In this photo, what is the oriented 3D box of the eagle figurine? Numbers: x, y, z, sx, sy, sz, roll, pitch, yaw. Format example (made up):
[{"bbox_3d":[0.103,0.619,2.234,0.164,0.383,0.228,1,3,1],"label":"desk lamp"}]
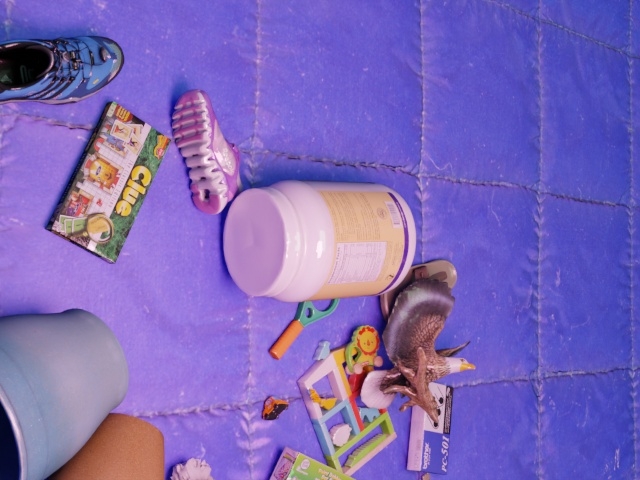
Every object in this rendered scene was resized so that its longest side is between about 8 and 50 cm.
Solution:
[{"bbox_3d":[0.230,0.257,1.860,0.225,0.226,0.298,28,29,-8],"label":"eagle figurine"}]

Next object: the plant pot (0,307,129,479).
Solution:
[{"bbox_3d":[-0.443,0.231,1.290,0.255,0.271,0.272,-26,105,-53],"label":"plant pot"}]

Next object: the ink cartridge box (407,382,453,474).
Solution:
[{"bbox_3d":[0.261,0.443,2.001,0.097,0.046,0.207,19,71,-38],"label":"ink cartridge box"}]

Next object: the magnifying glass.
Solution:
[{"bbox_3d":[-0.032,0.159,1.788,0.231,0.026,0.092,-50,118,-30],"label":"magnifying glass"}]

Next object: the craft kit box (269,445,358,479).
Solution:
[{"bbox_3d":[-0.025,0.581,1.734,0.250,0.061,0.246,35,77,-34],"label":"craft kit box"}]

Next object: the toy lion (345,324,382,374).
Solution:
[{"bbox_3d":[0.092,0.236,1.849,0.100,0.034,0.096,-12,89,-40],"label":"toy lion"}]

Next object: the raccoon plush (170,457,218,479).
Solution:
[{"bbox_3d":[-0.197,0.665,1.565,0.216,0.299,0.446,14,38,-49],"label":"raccoon plush"}]

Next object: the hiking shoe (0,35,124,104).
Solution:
[{"bbox_3d":[-0.442,-0.277,1.384,0.304,0.132,0.113,-24,103,-39],"label":"hiking shoe"}]

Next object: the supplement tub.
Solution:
[{"bbox_3d":[0.000,0.000,1.680,0.331,0.241,0.241,-2,89,-40],"label":"supplement tub"}]

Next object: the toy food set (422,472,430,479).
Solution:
[{"bbox_3d":[0.193,0.624,1.957,0.192,0.038,0.132,-16,104,-51],"label":"toy food set"}]

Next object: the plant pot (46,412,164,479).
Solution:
[{"bbox_3d":[-0.356,0.423,1.389,0.237,0.237,0.254,41,46,-32],"label":"plant pot"}]

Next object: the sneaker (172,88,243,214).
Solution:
[{"bbox_3d":[-0.206,-0.174,1.617,0.104,0.095,0.236,-26,110,-45],"label":"sneaker"}]

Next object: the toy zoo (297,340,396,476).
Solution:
[{"bbox_3d":[0.055,0.351,1.849,0.192,0.030,0.293,-29,106,-38],"label":"toy zoo"}]

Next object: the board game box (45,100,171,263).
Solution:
[{"bbox_3d":[-0.372,-0.103,1.506,0.136,0.030,0.260,34,67,-37],"label":"board game box"}]

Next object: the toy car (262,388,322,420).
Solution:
[{"bbox_3d":[-0.064,0.335,1.739,0.122,0.060,0.040,-2,46,-35],"label":"toy car"}]

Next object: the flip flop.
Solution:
[{"bbox_3d":[0.240,0.112,1.986,0.277,0.080,0.112,-18,100,-40],"label":"flip flop"}]
